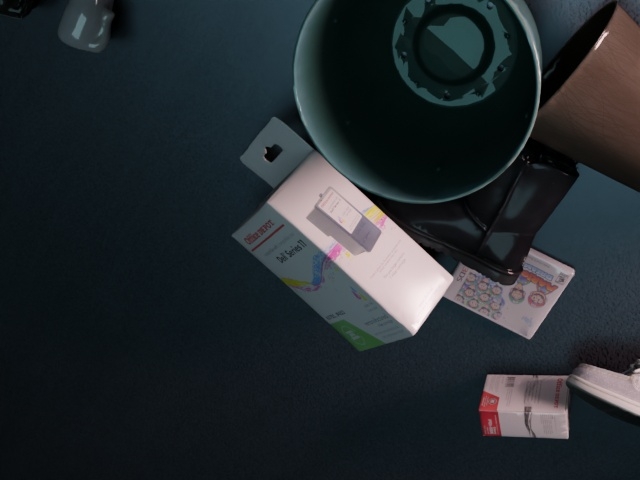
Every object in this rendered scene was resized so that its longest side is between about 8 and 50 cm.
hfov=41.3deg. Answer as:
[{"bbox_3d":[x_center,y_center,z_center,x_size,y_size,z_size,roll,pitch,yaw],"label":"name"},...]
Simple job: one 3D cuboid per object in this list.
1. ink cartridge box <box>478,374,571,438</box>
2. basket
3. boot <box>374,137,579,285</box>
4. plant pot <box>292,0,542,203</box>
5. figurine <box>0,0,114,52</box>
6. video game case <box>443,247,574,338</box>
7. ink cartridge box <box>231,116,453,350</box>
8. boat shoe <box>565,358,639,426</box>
[{"bbox_3d":[0.331,0.265,1.363,0.135,0.099,0.056,-2,117,22],"label":"ink cartridge box"},{"bbox_3d":[0.396,-0.157,1.079,0.227,0.154,0.204,33,130,-4],"label":"basket"},{"bbox_3d":[0.220,-0.077,1.220,0.247,0.094,0.207,29,115,16],"label":"boot"},{"bbox_3d":[0.142,-0.225,1.073,0.293,0.235,0.292,9,117,18],"label":"plant pot"},{"bbox_3d":[-0.384,-0.415,1.261,0.215,0.092,0.209,25,119,5],"label":"figurine"},{"bbox_3d":[0.287,0.066,1.316,0.157,0.019,0.143,27,124,4],"label":"video game case"},{"bbox_3d":[0.000,0.000,1.275,0.353,0.119,0.207,42,156,-5],"label":"ink cartridge box"},{"bbox_3d":[0.536,0.238,1.278,0.321,0.103,0.118,14,166,16],"label":"boat shoe"}]
